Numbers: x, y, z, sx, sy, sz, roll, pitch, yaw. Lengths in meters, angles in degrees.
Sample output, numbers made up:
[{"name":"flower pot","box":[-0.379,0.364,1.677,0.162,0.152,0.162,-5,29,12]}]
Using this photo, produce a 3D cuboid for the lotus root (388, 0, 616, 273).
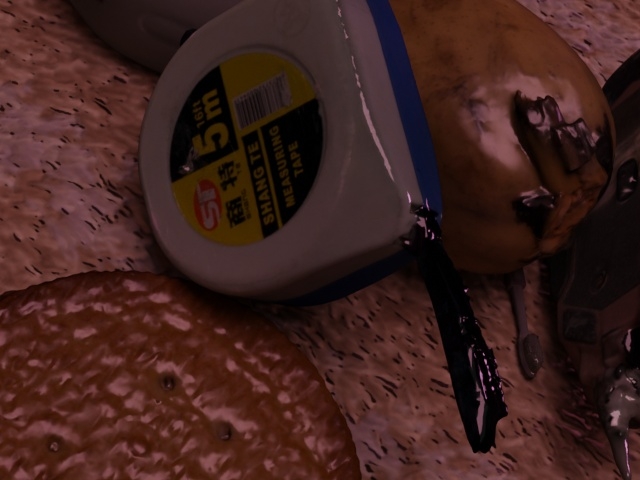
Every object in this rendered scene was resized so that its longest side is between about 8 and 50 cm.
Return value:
[{"name":"lotus root","box":[0.087,-0.109,1.159,0.182,0.183,0.310,-21,56,-29]}]

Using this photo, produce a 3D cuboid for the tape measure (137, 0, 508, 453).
[{"name":"tape measure","box":[0.000,0.000,1.034,0.098,0.215,0.351,15,55,-52]}]

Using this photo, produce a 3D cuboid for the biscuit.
[{"name":"biscuit","box":[-0.116,0.149,0.993,0.305,0.038,0.305,10,54,-14]}]

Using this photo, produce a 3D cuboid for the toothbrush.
[{"name":"toothbrush","box":[0.144,0.016,1.181,0.014,0.017,0.194,8,52,-19]}]

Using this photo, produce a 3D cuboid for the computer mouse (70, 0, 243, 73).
[{"name":"computer mouse","box":[-0.110,-0.177,1.167,0.231,0.128,0.079,34,52,11]}]

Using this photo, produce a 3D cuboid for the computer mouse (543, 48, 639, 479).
[{"name":"computer mouse","box":[0.257,0.005,1.125,0.114,0.199,0.389,23,52,-17]}]
